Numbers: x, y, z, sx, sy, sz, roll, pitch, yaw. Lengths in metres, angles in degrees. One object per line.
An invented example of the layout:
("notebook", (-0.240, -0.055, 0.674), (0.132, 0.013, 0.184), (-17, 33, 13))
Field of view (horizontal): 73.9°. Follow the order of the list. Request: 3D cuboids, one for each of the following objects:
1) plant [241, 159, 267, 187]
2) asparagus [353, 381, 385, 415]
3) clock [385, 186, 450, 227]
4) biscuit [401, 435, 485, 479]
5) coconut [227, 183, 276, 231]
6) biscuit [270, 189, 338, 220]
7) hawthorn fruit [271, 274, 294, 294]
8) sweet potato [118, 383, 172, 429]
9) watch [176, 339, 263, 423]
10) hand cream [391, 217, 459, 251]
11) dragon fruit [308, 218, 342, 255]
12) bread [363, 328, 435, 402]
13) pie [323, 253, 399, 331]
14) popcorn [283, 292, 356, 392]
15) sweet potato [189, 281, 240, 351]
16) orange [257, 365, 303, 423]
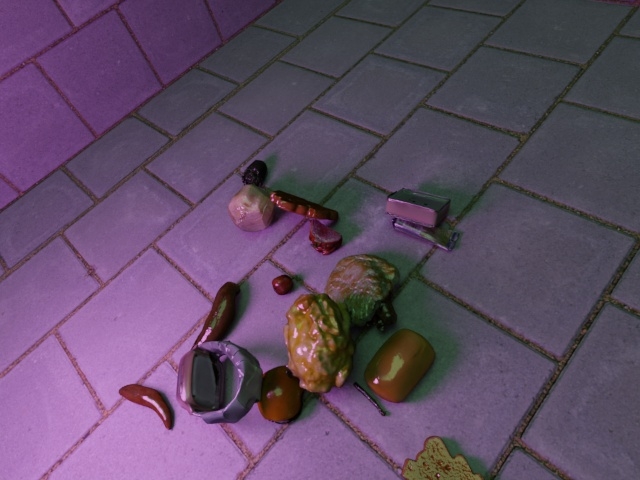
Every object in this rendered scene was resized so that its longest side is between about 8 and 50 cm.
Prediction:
("plant", (-0.287, -0.287, 1.863), (0.094, 0.092, 0.143), (14, 53, 17))
("asparagus", (0.140, 0.453, 1.219), (0.018, 0.015, 0.127), (-47, 54, -7))
("clock", (0.346, -0.121, 1.511), (0.192, 0.071, 0.147), (19, 31, 28))
("biscuit", (0.314, 0.607, 1.036), (0.238, 0.041, 0.212), (15, 54, 26))
("coconut", (-0.274, -0.121, 1.677), (0.194, 0.194, 0.194), (-9, 52, 11))
("biscuit", (-0.084, -0.134, 1.621), (0.306, 0.284, 0.043), (31, 108, 50))
("hawthorn fruit", (-0.133, 0.154, 1.496), (0.077, 0.077, 0.077), (-9, 52, 11))
("sweet potato", (-0.560, 0.514, 1.371), (0.255, 0.058, 0.078), (18, 78, 25))
("watch", (-0.288, 0.408, 1.255), (0.241, 0.162, 0.253), (-29, 49, 23))
("hand cream", (0.360, -0.030, 1.496), (0.235, 0.055, 0.086), (21, 60, 23))
("dragon fruit", (0.000, 0.000, 1.554), (0.147, 0.102, 0.096), (28, 69, 27))
("bread", (0.226, 0.351, 1.220), (0.147, 0.098, 0.217), (31, 69, 29))
("pie", (0.128, 0.164, 1.386), (0.257, 0.105, 0.274), (-7, 52, 24))
("popcorn", (0.000, 0.297, 1.240), (0.215, 0.252, 0.286), (-5, 58, -1))
("sweet potato", (-0.357, 0.277, 1.476), (0.112, 0.085, 0.286), (-8, 56, 56))
("orange", (-0.121, 0.447, 1.254), (0.160, 0.112, 0.170), (-43, 65, -16))
